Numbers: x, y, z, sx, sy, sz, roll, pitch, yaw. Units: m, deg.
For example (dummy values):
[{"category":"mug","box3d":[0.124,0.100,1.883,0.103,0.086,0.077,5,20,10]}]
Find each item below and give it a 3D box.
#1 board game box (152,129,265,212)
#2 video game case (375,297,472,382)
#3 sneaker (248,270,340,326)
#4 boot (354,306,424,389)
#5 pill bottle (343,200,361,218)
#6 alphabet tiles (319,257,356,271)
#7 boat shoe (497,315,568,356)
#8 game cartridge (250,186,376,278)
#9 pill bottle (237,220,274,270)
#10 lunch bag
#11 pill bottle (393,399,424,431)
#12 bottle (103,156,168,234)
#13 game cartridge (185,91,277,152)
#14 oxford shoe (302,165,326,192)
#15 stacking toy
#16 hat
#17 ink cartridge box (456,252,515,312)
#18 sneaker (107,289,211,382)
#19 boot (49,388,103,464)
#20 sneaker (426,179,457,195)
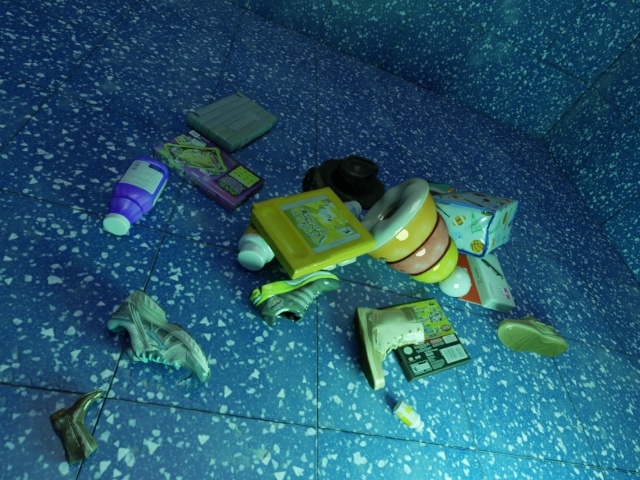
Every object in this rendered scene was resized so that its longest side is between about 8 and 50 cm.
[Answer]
[{"category":"board game box","box3d":[-0.393,-0.256,1.452,0.346,0.056,0.208,36,38,5]},{"category":"video game case","box3d":[0.340,0.319,1.346,0.274,0.035,0.249,-4,53,-32]},{"category":"sneaker","box3d":[-0.062,0.177,1.209,0.299,0.111,0.122,-12,69,-32]},{"category":"boot","box3d":[0.216,0.309,1.204,0.203,0.095,0.262,0,43,-7]},{"category":"pill bottle","box3d":[0.091,-0.096,1.551,0.087,0.087,0.160,43,43,12]},{"category":"alphabet tiles","box3d":[0.000,0.000,1.365,0.277,0.021,0.284,-18,41,-17]},{"category":"boat shoe","box3d":[0.781,0.348,1.524,0.340,0.122,0.110,22,37,-26]},{"category":"game cartridge","box3d":[-0.026,-0.040,1.263,0.323,0.053,0.285,-17,56,-37]},{"category":"pill bottle","box3d":[-0.186,-0.008,1.283,0.117,0.117,0.215,25,42,-7]},{"category":"lunch bag","box3d":[0.562,-0.090,1.680,0.385,0.239,0.327,20,22,34]},{"category":"pill bottle","box3d":[0.245,0.489,1.122,0.083,0.043,0.043,41,43,10]},{"category":"bottle","box3d":[-0.553,-0.136,1.208,0.118,0.092,0.283,19,44,-13]},{"category":"game cartridge","box3d":[-0.358,-0.498,1.692,0.230,0.068,0.355,38,42,1]},{"category":"oxford shoe","box3d":[-0.012,-0.205,1.615,0.096,0.082,0.228,25,39,-37]},{"category":"stacking toy","box3d":[0.387,0.041,1.486,0.480,0.350,0.351,43,41,-12]},{"category":"hat","box3d":[0.160,-0.286,1.739,0.330,0.134,0.332,16,44,-16]},{"category":"ink cartridge box","box3d":[0.656,0.147,1.676,0.238,0.060,0.275,18,44,-17]},{"category":"sneaker","box3d":[-0.381,0.251,0.958,0.283,0.110,0.122,38,60,11]},{"category":"boot","box3d":[-0.470,0.375,0.815,0.106,0.037,0.114,-30,66,-30]},{"category":"sneaker","box3d":[0.635,-0.212,1.965,0.301,0.108,0.121,23,47,-8]}]
